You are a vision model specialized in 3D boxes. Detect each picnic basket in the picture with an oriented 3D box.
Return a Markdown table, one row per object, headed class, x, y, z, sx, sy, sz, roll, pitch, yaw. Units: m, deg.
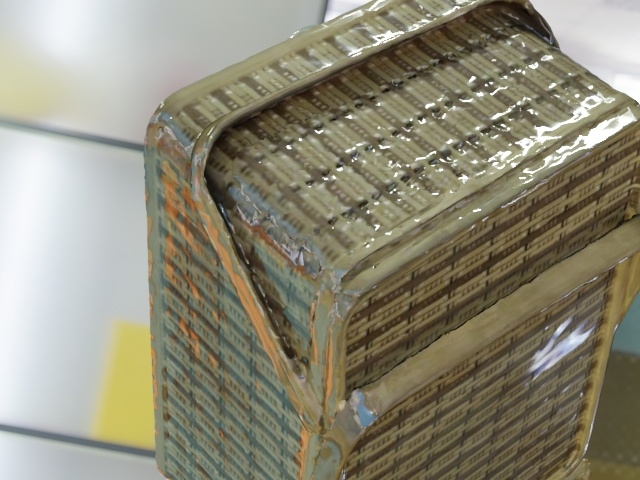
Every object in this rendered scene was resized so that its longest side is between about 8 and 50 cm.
| class | x | y | z | sx | sy | sz | roll | pitch | yaw |
| --- | --- | --- | --- | --- | --- | --- | --- | --- | --- |
| picnic basket | 0.042 | 0.042 | 0.841 | 0.175 | 0.228 | 0.313 | 40 | -35 | 32 |

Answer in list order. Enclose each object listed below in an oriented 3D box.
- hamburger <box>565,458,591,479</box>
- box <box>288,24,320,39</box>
| class | x | y | z | sx | sy | sz | roll | pitch | yaw |
| --- | --- | --- | --- | --- | --- | --- | --- | --- | --- |
| hamburger | 0.114 | 0.314 | 1.621 | 0.209 | 0.330 | 0.162 | 14 | -45 | 49 |
| box | 0.000 | 0.000 | 1.713 | 0.177 | 0.344 | 0.352 | 10 | -50 | 17 |
